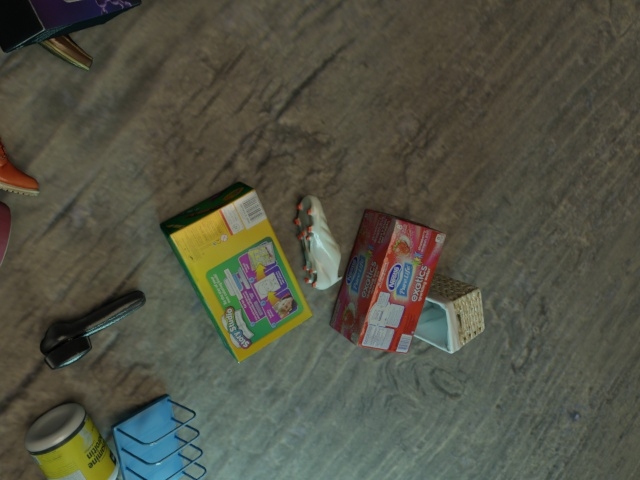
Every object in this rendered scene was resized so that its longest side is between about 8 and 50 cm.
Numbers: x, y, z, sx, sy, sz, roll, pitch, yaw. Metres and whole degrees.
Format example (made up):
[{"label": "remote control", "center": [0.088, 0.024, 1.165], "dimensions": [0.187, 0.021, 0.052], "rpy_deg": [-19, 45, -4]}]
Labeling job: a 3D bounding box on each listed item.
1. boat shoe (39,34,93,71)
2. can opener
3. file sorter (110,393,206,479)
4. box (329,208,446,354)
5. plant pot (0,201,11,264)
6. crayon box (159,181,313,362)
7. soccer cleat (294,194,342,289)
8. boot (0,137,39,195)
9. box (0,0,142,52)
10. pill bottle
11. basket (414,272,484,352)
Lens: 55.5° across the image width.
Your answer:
[{"label": "boat shoe", "center": [-0.401, -0.317, 0.872], "dimensions": [0.178, 0.064, 0.060], "rpy_deg": [38, 86, -26]}, {"label": "can opener", "center": [-0.374, 0.139, 1.008], "dimensions": [0.186, 0.059, 0.073], "rpy_deg": [-33, 89, -26]}, {"label": "file sorter", "center": [-0.273, 0.385, 1.070], "dimensions": [0.118, 0.104, 0.171], "rpy_deg": [-25, 114, -46]}, {"label": "box", "center": [0.131, 0.080, 1.207], "dimensions": [0.128, 0.122, 0.257], "rpy_deg": [14, 96, -29]}, {"label": "plant pot", "center": [-0.535, -0.014, 0.819], "dimensions": [0.180, 0.201, 0.202], "rpy_deg": [21, 93, -45]}, {"label": "crayon box", "center": [-0.145, 0.058, 1.086], "dimensions": [0.165, 0.081, 0.279], "rpy_deg": [-31, 114, -17]}, {"label": "soccer cleat", "center": [0.000, 0.000, 1.159], "dimensions": [0.076, 0.068, 0.196], "rpy_deg": [-19, 118, -27]}, {"label": "boot", "center": [-0.478, -0.124, 0.888], "dimensions": [0.157, 0.059, 0.085], "rpy_deg": [31, 83, -28]}, {"label": "box", "center": [-0.379, -0.404, 0.787], "dimensions": [0.184, 0.103, 0.261], "rpy_deg": [-49, 123, -50]}, {"label": "pill bottle", "center": [-0.405, 0.373, 1.020], "dimensions": [0.103, 0.103, 0.184], "rpy_deg": [-29, 114, -18]}, {"label": "basket", "center": [0.248, 0.142, 1.261], "dimensions": [0.103, 0.167, 0.113], "rpy_deg": [-21, 111, -26]}]
